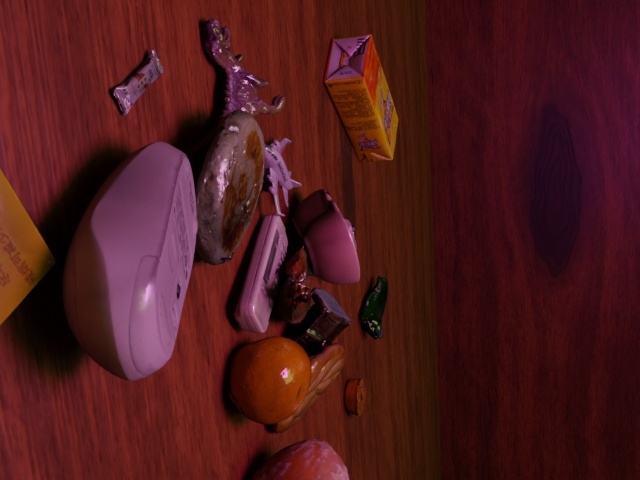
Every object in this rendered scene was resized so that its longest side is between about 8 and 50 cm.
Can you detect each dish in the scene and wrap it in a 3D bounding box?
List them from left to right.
[{"bbox_3d":[0.000,0.000,1.244,0.213,0.090,0.213,159,-90,-82],"label":"dish"}]

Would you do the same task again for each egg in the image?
[{"bbox_3d":[-0.039,0.470,1.069,0.195,0.195,0.233,35,71,-66],"label":"egg"}]

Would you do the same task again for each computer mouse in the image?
[{"bbox_3d":[-0.218,0.019,0.694,0.184,0.121,0.297,89,-2,-47],"label":"computer mouse"}]

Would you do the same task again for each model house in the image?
[{"bbox_3d":[-0.021,0.186,1.266,0.152,0.106,0.165,-51,154,4],"label":"model house"}]

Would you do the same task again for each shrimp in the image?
[{"bbox_3d":[-0.042,0.076,1.128,0.287,0.063,0.152,113,-11,-76],"label":"shrimp"}]

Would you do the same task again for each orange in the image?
[{"bbox_3d":[-0.089,0.237,1.038,0.155,0.134,0.154,-42,146,-39],"label":"orange"}]

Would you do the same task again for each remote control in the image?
[{"bbox_3d":[-0.105,0.058,1.087,0.090,0.049,0.230,71,23,-43],"label":"remote control"}]

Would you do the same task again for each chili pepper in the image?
[{"bbox_3d":[0.164,0.194,1.802,0.108,0.062,0.216,67,28,-46],"label":"chili pepper"}]

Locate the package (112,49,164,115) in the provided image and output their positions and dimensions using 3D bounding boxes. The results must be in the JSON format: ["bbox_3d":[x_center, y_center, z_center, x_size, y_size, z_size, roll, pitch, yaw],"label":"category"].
[{"bbox_3d":[-0.237,-0.209,0.786,0.037,0.015,0.110,78,24,-43],"label":"package"}]

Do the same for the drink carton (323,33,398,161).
[{"bbox_3d":[0.119,-0.370,1.618,0.351,0.111,0.154,57,39,-58],"label":"drink carton"}]

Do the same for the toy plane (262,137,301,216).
[{"bbox_3d":[-0.086,-0.132,1.118,0.171,0.066,0.162,44,45,-58],"label":"toy plane"}]

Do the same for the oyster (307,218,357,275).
[{"bbox_3d":[0.009,0.022,1.392,0.191,0.081,0.163,-25,89,-52],"label":"oyster"}]

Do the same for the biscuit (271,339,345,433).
[{"bbox_3d":[-0.014,0.292,1.216,0.260,0.041,0.203,-16,133,-62],"label":"biscuit"}]

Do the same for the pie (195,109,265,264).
[{"bbox_3d":[-0.138,-0.077,0.918,0.240,0.054,0.240,13,90,-82],"label":"pie"}]

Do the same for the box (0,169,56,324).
[{"bbox_3d":[-0.337,0.049,0.477,0.279,0.041,0.153,-66,150,-47],"label":"box"}]

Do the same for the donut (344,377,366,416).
[{"bbox_3d":[0.095,0.429,1.638,0.097,0.043,0.108,-66,150,-48],"label":"donut"}]

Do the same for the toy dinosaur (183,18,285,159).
[{"bbox_3d":[-0.151,-0.213,0.978,0.200,0.072,0.251,23,80,-57],"label":"toy dinosaur"}]
